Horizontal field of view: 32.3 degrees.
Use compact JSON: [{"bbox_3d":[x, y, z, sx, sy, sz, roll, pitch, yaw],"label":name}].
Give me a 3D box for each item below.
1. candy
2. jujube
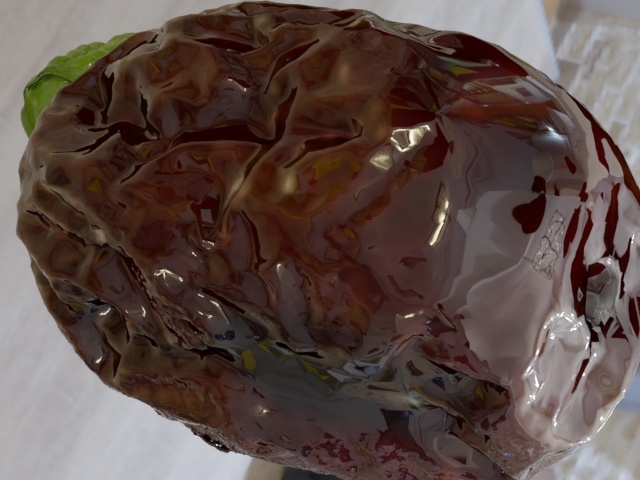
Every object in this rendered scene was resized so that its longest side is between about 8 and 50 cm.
[{"bbox_3d":[-0.147,-0.120,0.870,0.209,0.096,0.097,-49,147,-57],"label":"candy"},{"bbox_3d":[0.000,0.001,0.663,0.276,0.377,0.276,-20,118,-43],"label":"jujube"}]
